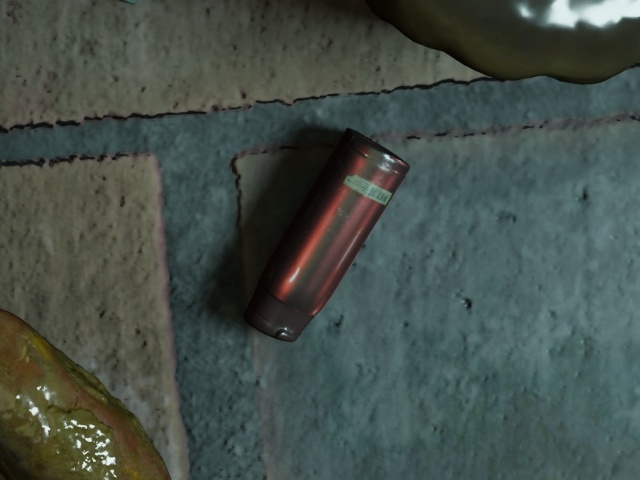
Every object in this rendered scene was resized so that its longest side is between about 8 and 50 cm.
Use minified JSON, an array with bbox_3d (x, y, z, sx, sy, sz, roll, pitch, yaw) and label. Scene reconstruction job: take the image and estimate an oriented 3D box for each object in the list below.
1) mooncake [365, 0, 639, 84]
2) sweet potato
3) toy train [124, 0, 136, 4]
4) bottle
[{"bbox_3d":[0.133,-0.262,0.711,0.323,0.187,0.324,-2,103,-10],"label":"mooncake"},{"bbox_3d":[-0.157,0.203,0.867,0.109,0.109,0.385,-30,104,8],"label":"sweet potato"},{"bbox_3d":[-0.040,-0.349,0.806,0.088,0.086,0.407,44,98,6],"label":"toy train"},{"bbox_3d":[0.000,0.000,0.850,0.060,0.060,0.164,32,98,2],"label":"bottle"}]
